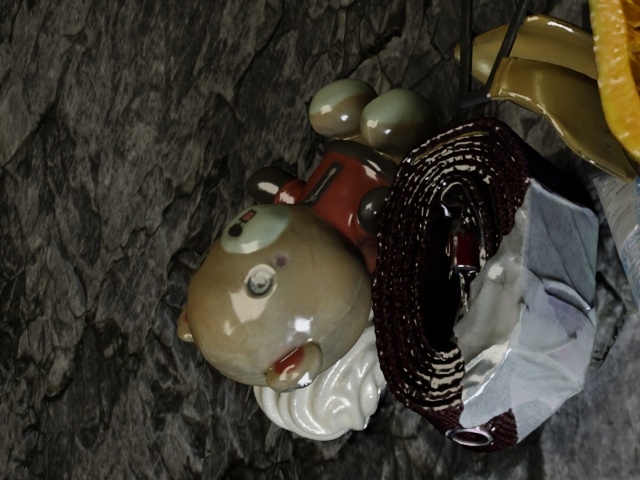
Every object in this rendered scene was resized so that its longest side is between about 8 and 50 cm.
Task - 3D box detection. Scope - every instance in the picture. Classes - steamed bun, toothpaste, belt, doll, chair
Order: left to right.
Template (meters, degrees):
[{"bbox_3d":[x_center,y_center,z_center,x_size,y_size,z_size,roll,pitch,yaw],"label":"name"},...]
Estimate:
[{"bbox_3d":[-0.008,0.122,1.983,0.183,0.106,0.183,-23,62,54],"label":"steamed bun"},{"bbox_3d":[0.000,0.000,1.876,0.330,0.174,0.235,-51,39,-12],"label":"doll"},{"bbox_3d":[0.155,0.045,1.712,0.184,0.164,0.289,-11,60,34],"label":"belt"},{"bbox_3d":[0.209,-0.156,1.637,0.172,0.158,0.247,-15,55,53],"label":"chair"},{"bbox_3d":[0.287,-0.018,1.617,0.114,0.073,0.299,-51,34,37],"label":"toothpaste"}]

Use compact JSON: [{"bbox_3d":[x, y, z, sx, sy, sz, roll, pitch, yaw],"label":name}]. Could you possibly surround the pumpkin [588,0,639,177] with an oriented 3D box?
[{"bbox_3d":[0.335,-0.180,1.497,0.221,0.139,0.317,-17,65,38],"label":"pumpkin"}]
